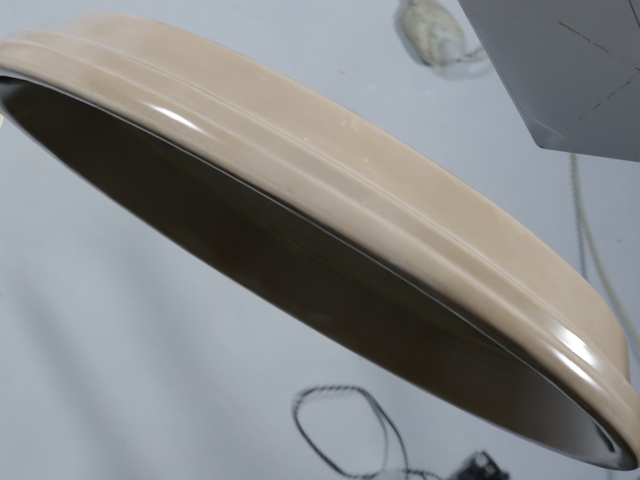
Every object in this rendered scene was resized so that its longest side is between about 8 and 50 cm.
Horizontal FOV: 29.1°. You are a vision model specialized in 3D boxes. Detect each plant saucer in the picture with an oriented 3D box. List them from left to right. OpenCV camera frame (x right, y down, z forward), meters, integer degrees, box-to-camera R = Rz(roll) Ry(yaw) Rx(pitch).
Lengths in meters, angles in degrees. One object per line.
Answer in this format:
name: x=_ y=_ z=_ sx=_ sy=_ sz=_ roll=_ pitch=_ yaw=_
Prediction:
plant saucer: x=0.000 y=0.000 z=0.460 sx=0.278 sy=0.278 sz=0.041 roll=36 pitch=80 yaw=-24

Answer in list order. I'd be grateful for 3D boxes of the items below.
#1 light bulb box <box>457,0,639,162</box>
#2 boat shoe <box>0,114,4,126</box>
light bulb box: x=0.321 y=-0.238 z=0.764 sx=0.225 sy=0.358 sz=0.361 roll=50 pitch=60 yaw=-48
boat shoe: x=-0.306 y=-0.059 z=0.928 sx=0.190 sy=0.068 sz=0.072 roll=-18 pitch=130 yaw=23
